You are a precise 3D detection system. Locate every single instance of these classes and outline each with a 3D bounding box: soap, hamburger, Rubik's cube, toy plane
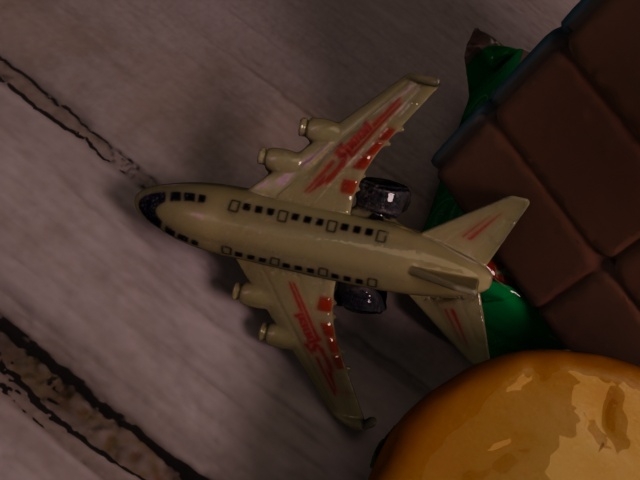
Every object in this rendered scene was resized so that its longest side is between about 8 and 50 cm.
[{"bbox_3d":[0.174,-0.024,0.717,0.218,0.098,0.273,31,51,-8],"label":"soap"},{"bbox_3d":[0.135,0.188,0.502,0.246,0.170,0.246,-1,63,1],"label":"hamburger"},{"bbox_3d":[0.257,-0.059,0.574,0.231,0.224,0.221,-26,76,-37],"label":"Rubik's cube"},{"bbox_3d":[0.000,0.000,0.585,0.256,0.242,0.104,15,13,18],"label":"toy plane"}]
